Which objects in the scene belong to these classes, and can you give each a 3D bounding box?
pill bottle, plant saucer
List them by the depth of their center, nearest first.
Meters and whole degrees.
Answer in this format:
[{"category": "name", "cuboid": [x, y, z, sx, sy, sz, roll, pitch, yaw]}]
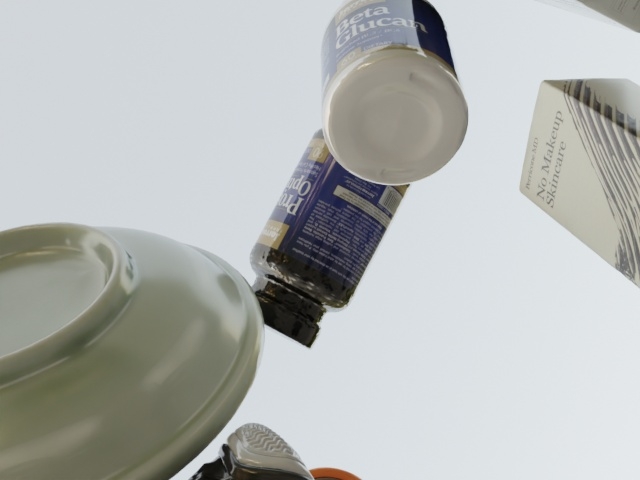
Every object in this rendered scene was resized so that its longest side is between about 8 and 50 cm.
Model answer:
[{"category": "pill bottle", "cuboid": [0.047, -0.119, 0.723, 0.094, 0.169, 0.094, 0, -56, -1]}, {"category": "plant saucer", "cuboid": [-0.250, 0.080, 0.855, 0.400, 0.400, 0.100, -32, -55, -28]}, {"category": "pill bottle", "cuboid": [0.000, 0.000, 1.121, 0.123, 0.123, 0.219, 35, -100, -41]}]

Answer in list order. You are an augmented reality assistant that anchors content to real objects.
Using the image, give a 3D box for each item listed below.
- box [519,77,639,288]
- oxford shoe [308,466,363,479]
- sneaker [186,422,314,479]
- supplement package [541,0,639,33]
[{"category": "box", "cuboid": [0.265, -0.032, 0.797, 0.094, 0.275, 0.113, -3, -64, -21]}, {"category": "oxford shoe", "cuboid": [-0.038, 0.354, 0.836, 0.133, 0.130, 0.363, 39, -111, -81]}, {"category": "sneaker", "cuboid": [-0.035, 0.231, 0.671, 0.153, 0.268, 0.101, -35, -59, -15]}, {"category": "supplement package", "cuboid": [0.249, -0.355, 0.970, 0.145, 0.204, 0.261, 19, -77, -27]}]
